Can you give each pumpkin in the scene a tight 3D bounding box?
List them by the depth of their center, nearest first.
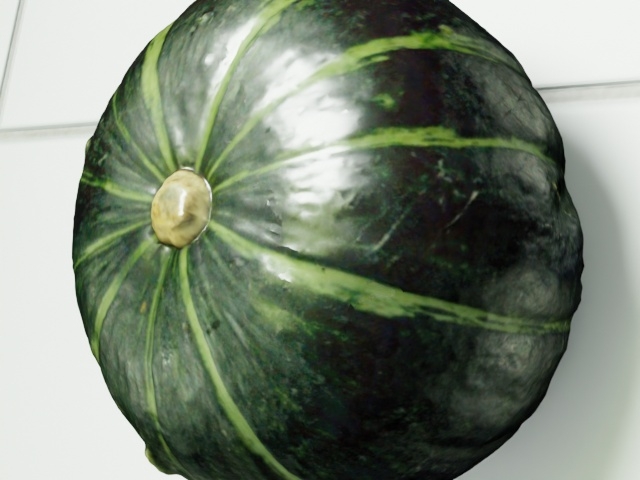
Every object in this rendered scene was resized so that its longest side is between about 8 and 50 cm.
[{"bbox_3d":[0.000,0.000,0.951,0.323,0.241,0.323,-17,67,48],"label":"pumpkin"}]
